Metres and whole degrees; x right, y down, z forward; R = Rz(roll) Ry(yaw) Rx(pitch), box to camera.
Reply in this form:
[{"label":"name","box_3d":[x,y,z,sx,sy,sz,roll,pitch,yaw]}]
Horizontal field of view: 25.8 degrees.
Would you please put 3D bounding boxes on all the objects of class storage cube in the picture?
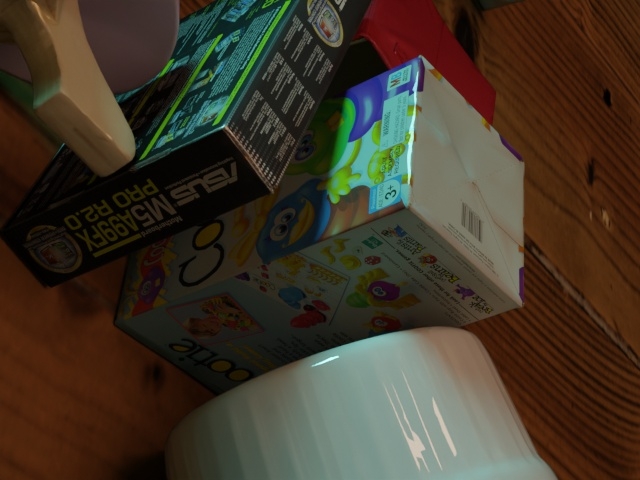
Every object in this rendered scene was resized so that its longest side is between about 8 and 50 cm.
[{"label":"storage cube","box_3d":[0.023,-0.113,1.224,0.183,0.215,0.193,52,29,-23]}]

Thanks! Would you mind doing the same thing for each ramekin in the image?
[{"label":"ramekin","box_3d":[0.021,0.167,1.007,0.277,0.277,0.135,6,61,-54]}]

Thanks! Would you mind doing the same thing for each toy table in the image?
[{"label":"toy table","box_3d":[-0.205,-0.169,0.910,0.274,0.252,0.160,34,29,-26]}]

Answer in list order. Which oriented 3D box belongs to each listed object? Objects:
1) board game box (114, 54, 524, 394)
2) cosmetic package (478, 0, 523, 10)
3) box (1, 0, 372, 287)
[{"label":"board game box","box_3d":[0.000,0.000,1.056,0.144,0.275,0.142,40,42,-37]},{"label":"cosmetic package","box_3d":[0.209,-0.448,1.710,0.129,0.153,0.296,-48,116,-32]},{"label":"box","box_3d":[-0.092,-0.098,1.034,0.060,0.216,0.270,53,35,-24]}]
